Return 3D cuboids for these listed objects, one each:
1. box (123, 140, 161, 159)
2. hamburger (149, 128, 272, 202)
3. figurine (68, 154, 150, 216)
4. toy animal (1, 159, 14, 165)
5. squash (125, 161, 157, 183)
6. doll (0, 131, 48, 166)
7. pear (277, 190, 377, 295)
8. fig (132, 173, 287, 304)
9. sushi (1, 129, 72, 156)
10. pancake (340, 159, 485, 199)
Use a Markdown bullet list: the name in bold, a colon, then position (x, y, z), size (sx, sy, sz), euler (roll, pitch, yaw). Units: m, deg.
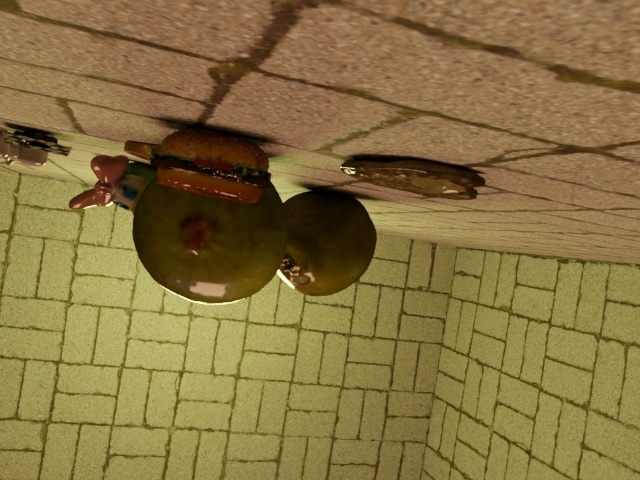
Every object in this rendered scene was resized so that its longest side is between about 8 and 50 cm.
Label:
- **box**: position (-0.297, -0.157, 1.109), size (0.089, 0.022, 0.156), euler (8, 180, 4)
- **hamburger**: position (-0.149, -0.105, 0.808), size (0.166, 0.087, 0.137), euler (10, 180, -15)
- **figurine**: position (-0.311, -0.097, 1.281), size (0.193, 0.154, 0.421), euler (50, -150, 19)
- **toy animal**: position (-0.819, -0.222, 1.467), size (0.182, 0.073, 0.136), euler (-4, -169, -16)
- **squash**: position (-0.408, -0.142, 1.531), size (0.082, 0.082, 0.292), euler (9, 179, 25)
- **doll**: position (-0.690, -0.200, 1.299), size (0.160, 0.059, 0.161), euler (9, 180, 26)
- **pear**: position (0.000, 0.000, 1.423), size (0.269, 0.268, 0.321), euler (9, -162, 34)
- **fig**: position (-0.186, -0.030, 1.036), size (0.258, 0.257, 0.326), euler (9, -167, -7)
- **sushi**: position (-0.542, -0.196, 1.131), size (0.120, 0.026, 0.126), euler (12, 174, -26)
- **pancake**: position (0.134, -0.089, 0.866), size (0.212, 0.029, 0.235), euler (10, 179, 4)
